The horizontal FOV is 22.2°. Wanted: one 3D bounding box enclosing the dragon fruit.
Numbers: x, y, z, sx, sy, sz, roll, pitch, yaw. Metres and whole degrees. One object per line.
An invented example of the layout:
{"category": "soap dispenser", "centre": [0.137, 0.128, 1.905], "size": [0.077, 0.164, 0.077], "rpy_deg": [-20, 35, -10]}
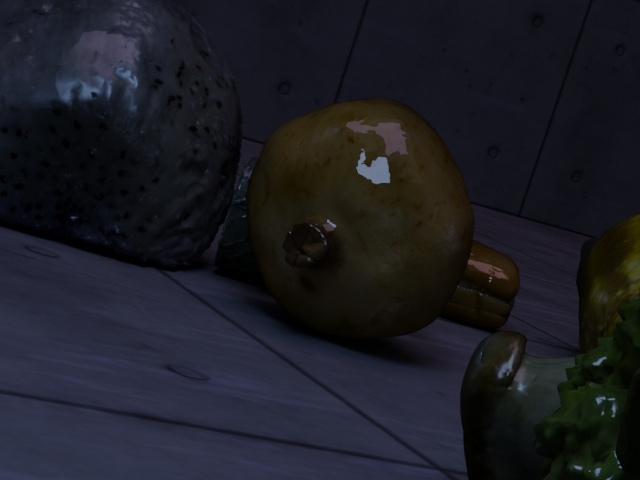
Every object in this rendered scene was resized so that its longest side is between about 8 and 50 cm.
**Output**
{"category": "dragon fruit", "centre": [-0.185, -0.109, 1.317], "size": [0.283, 0.204, 0.221], "rpy_deg": [16, 7, -15]}

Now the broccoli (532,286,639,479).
{"category": "broccoli", "centre": [0.145, 0.124, 0.425], "size": [0.254, 0.186, 0.302], "rpy_deg": [59, 14, 6]}

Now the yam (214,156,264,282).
{"category": "yam", "centre": [0.000, 0.000, 1.360], "size": [0.183, 0.107, 0.107], "rpy_deg": [19, 6, -14]}

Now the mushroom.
{"category": "mushroom", "centre": [0.199, 0.131, 0.782], "size": [0.312, 0.100, 0.081], "rpy_deg": [22, 44, 33]}

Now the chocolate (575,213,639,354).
{"category": "chocolate", "centre": [0.276, 0.073, 1.370], "size": [0.162, 0.162, 0.445], "rpy_deg": [19, 11, 10]}

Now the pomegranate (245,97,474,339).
{"category": "pomegranate", "centre": [0.025, -0.013, 1.207], "size": [0.196, 0.196, 0.196], "rpy_deg": [18, 6, -2]}

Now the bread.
{"category": "bread", "centre": [0.089, 0.024, 1.546], "size": [0.200, 0.077, 0.116], "rpy_deg": [17, 14, -1]}
